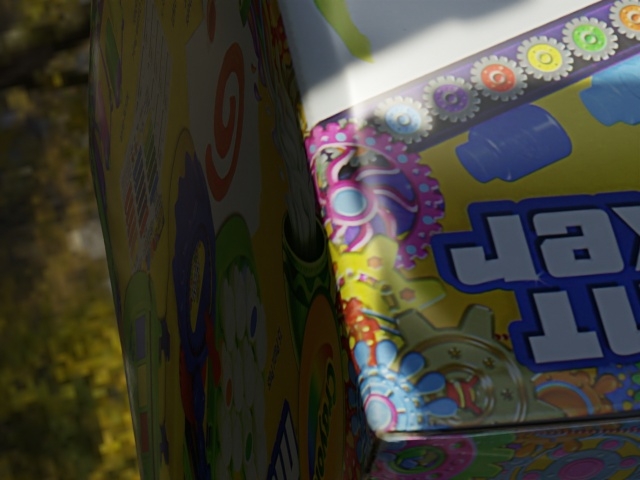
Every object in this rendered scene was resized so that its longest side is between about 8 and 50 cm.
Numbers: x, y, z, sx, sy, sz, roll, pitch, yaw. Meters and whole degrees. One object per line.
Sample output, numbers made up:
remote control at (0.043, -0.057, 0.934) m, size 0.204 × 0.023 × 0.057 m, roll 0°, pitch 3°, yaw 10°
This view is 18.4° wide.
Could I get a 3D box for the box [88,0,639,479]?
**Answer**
box at (0.045, -0.003, 0.529) m, size 0.290 × 0.177 × 0.279 m, roll 104°, pitch -22°, yaw -54°
